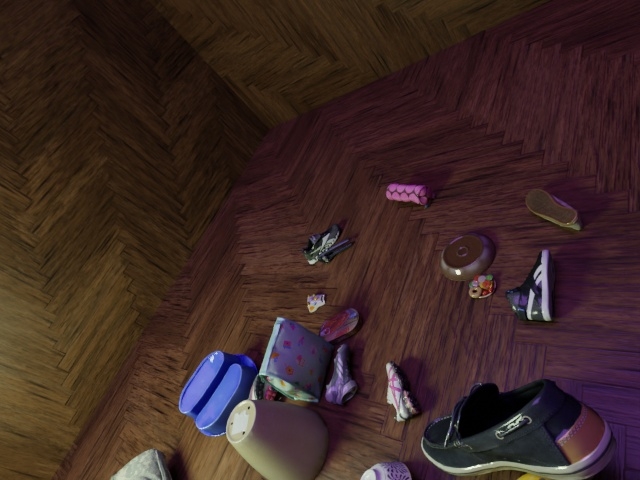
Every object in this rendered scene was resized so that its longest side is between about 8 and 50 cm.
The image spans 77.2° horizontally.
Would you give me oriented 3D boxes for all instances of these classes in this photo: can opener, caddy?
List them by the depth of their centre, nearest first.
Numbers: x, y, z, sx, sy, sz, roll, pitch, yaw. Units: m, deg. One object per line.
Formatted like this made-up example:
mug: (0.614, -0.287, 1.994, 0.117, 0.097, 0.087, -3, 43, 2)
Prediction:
caddy: (-0.410, 0.628, 1.662, 0.241, 0.179, 0.341, 23, 71, 33)
can opener: (0.064, 0.044, 1.852, 0.186, 0.059, 0.073, -33, 34, 21)

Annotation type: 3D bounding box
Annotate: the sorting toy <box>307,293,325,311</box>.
sorting toy: (-0.015, 0.259, 1.737, 0.075, 0.045, 0.083, -13, 42, 13)

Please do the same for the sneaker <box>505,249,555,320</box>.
sneaker: (0.591, 0.123, 1.141, 0.121, 0.079, 0.217, -10, 49, 41)

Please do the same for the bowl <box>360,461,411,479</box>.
bowl: (0.150, 0.644, 1.031, 0.170, 0.080, 0.170, -54, 13, 18)

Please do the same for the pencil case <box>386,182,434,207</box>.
pencil case: (0.383, -0.200, 1.724, 0.209, 0.098, 0.095, 22, 117, 55)

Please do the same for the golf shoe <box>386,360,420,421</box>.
golf shoe: (0.228, 0.452, 1.214, 0.086, 0.067, 0.186, -39, 33, 15)

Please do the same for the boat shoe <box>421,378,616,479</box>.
boat shoe: (0.363, 0.398, 0.873, 0.186, 0.156, 0.500, -35, -11, -29)

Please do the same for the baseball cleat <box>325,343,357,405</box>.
baseball cleat: (0.088, 0.461, 1.381, 0.109, 0.072, 0.206, 2, 59, 33)

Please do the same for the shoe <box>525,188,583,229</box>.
shoe: (0.726, -0.095, 1.253, 0.077, 0.058, 0.219, -58, 24, 20)

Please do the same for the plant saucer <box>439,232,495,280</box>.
plant saucer: (0.495, 0.045, 1.378, 0.198, 0.036, 0.199, -30, 35, 24)

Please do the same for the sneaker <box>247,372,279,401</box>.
sneaker: (-0.226, 0.641, 1.510, 0.112, 0.120, 0.299, 126, 163, -52)

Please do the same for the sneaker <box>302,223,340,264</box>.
sneaker: (0.000, 0.000, 1.928, 0.234, 0.106, 0.078, -49, 33, -4)

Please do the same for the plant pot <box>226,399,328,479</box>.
plant pot: (-0.157, 0.623, 1.280, 0.256, 0.274, 0.256, -30, 37, 25)

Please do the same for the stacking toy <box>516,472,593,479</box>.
stacking toy: (0.430, 0.550, 0.725, 0.350, 0.351, 0.480, -19, 25, 36)

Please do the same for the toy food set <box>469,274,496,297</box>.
toy food set: (0.510, 0.143, 1.267, 0.083, 0.020, 0.083, -17, 43, 39)

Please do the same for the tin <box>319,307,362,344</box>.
tin: (0.077, 0.334, 1.545, 0.189, 0.040, 0.106, -31, 32, 23)

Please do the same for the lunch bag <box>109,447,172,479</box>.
lunch bag: (-0.678, 0.993, 1.534, 0.256, 0.212, 0.305, -53, 34, -8)

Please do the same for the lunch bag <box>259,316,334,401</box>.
lunch bag: (-0.100, 0.426, 1.438, 0.160, 0.262, 0.223, -14, 45, 40)
